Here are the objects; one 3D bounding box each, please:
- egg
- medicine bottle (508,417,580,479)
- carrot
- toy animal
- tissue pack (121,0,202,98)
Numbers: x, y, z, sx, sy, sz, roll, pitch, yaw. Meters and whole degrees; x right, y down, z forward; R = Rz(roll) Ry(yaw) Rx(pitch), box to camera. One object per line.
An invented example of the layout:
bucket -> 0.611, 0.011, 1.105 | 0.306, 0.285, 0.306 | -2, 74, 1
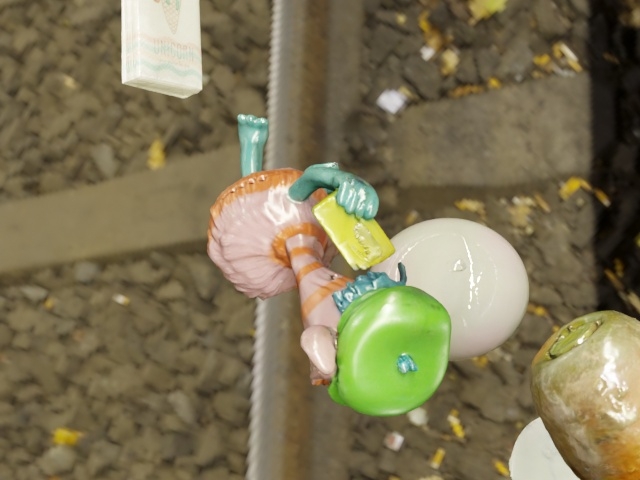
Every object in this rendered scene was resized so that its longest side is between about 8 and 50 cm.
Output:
egg -> 0.091, 0.035, 1.121 | 0.135, 0.103, 0.103 | 0, 70, 55
medicine bottle -> 0.420, 0.271, 2.027 | 0.190, 0.332, 0.190 | 16, 114, 42
carrot -> 0.299, 0.192, 1.301 | 0.302, 0.139, 0.139 | 45, 100, -2
toy animal -> 0.000, 0.000, 0.793 | 0.208, 0.100, 0.103 | -118, 38, -58
tissue pack -> -0.102, -0.149, 0.992 | 0.023, 0.056, 0.108 | -14, 75, 42
